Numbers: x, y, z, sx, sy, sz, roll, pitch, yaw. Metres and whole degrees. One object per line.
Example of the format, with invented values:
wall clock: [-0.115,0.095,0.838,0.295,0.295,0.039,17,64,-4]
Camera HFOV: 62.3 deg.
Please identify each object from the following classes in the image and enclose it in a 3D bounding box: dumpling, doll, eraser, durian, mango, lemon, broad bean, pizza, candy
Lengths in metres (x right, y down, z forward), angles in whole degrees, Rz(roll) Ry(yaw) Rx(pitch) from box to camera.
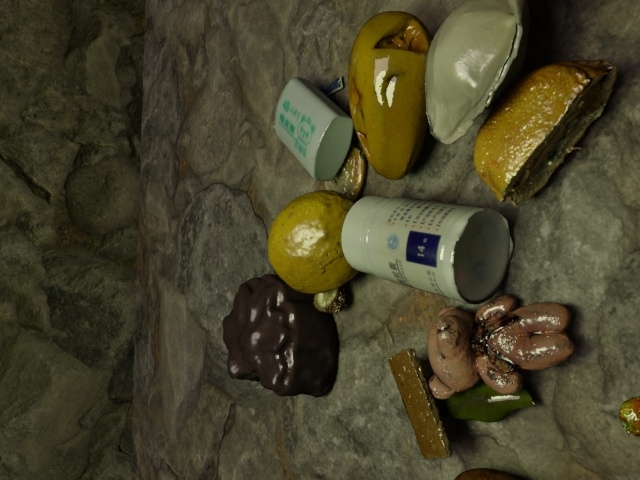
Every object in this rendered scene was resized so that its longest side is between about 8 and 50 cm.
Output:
dumpling: [0.310,-0.366,0.984,0.181,0.341,0.260,45,160,-1]
doll: [0.318,0.187,1.013,0.303,0.156,0.201,-29,44,46]
eraser: [-0.026,-0.313,1.468,0.290,0.104,0.189,53,128,45]
durian: [0.040,0.155,1.432,0.111,0.071,0.140,-56,21,7]
mango: [0.165,-0.320,1.193,0.253,0.182,0.365,-134,36,-73]
lemon: [0.000,0.000,1.354,0.310,0.253,0.254,-46,55,35]
broad bean: [0.298,0.339,1.106,0.325,0.067,0.075,-19,59,47]
pizza: [0.048,-0.213,1.465,0.181,0.034,0.262,-51,51,39]
candy: [0.554,0.243,0.810,0.201,0.060,0.061,-41,58,34]

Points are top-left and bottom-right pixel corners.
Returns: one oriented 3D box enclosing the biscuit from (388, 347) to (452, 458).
biscuit: [0.211,0.348,1.135,0.131,0.025,0.231,123,132,-64]

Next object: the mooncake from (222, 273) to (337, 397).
mooncake: [-0.133,0.280,1.558,0.381,0.212,0.351,-14,72,49]

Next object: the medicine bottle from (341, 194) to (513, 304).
medicine bottle: [0.211,0.007,1.128,0.332,0.189,0.190,14,100,51]

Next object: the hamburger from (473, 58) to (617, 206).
hamburger: [0.389,-0.210,0.951,0.283,0.143,0.157,-58,43,27]

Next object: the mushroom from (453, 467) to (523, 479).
mushroom: [0.331,0.565,0.971,0.267,0.254,0.268,-2,86,25]

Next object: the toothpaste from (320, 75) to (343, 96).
toothpaste: [0.018,-0.425,1.520,0.139,0.021,0.037,-20,77,48]
